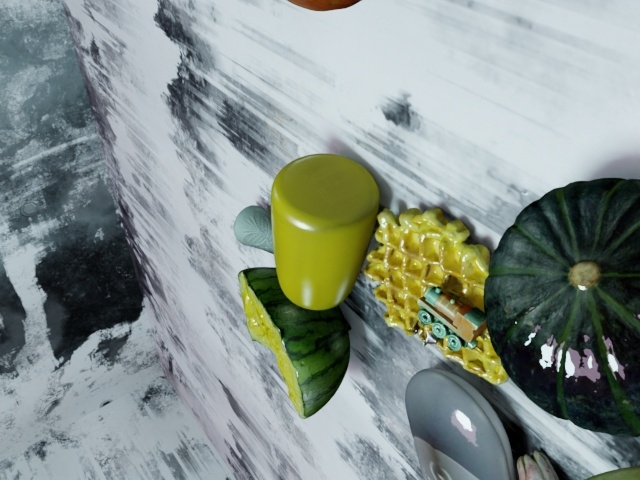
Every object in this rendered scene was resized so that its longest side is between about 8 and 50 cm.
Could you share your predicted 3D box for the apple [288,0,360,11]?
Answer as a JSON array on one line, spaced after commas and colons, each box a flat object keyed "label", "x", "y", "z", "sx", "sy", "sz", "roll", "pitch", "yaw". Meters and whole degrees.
[{"label": "apple", "x": 0.004, "y": -0.377, "z": 0.657, "sx": 0.234, "sy": 0.234, "sz": 0.233, "roll": 40, "pitch": 144, "yaw": 38}]

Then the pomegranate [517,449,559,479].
[{"label": "pomegranate", "x": 0.325, "y": 0.404, "z": 0.865, "sx": 0.163, "sy": 0.126, "sz": 0.138, "roll": 54, "pitch": 163, "yaw": 21}]

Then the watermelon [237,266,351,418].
[{"label": "watermelon", "x": -0.040, "y": 0.179, "z": 1.233, "sx": 0.331, "sy": 0.190, "sz": 0.330, "roll": 47, "pitch": 151, "yaw": 38}]

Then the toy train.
[{"label": "toy train", "x": 0.179, "y": 0.105, "z": 0.824, "sx": 0.103, "sy": 0.044, "sz": 0.064, "roll": 40, "pitch": 137, "yaw": 32}]

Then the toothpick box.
[{"label": "toothpick box", "x": 0.000, "y": 0.000, "z": 1.031, "sx": 0.175, "sy": 0.175, "sz": 0.271, "roll": 47, "pitch": 151, "yaw": 29}]

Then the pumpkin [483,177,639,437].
[{"label": "pumpkin", "x": 0.286, "y": 0.061, "z": 0.582, "sx": 0.250, "sy": 0.216, "sz": 0.249, "roll": -2, "pitch": 86, "yaw": 38}]

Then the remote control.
[{"label": "remote control", "x": 0.238, "y": 0.365, "z": 1.003, "sx": 0.221, "sy": 0.104, "sz": 0.331, "roll": 14, "pitch": 123, "yaw": 56}]

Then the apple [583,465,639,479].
[{"label": "apple", "x": 0.358, "y": 0.398, "z": 0.618, "sx": 0.319, "sy": 0.319, "sz": 0.277, "roll": 57, "pitch": 167, "yaw": 13}]

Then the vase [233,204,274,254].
[{"label": "vase", "x": -0.089, "y": -0.003, "z": 1.269, "sx": 0.219, "sy": 0.096, "sz": 0.096, "roll": 25, "pitch": 134, "yaw": 46}]

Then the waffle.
[{"label": "waffle", "x": 0.181, "y": 0.083, "z": 0.909, "sx": 0.309, "sy": 0.065, "sz": 0.283, "roll": 60, "pitch": 149, "yaw": 12}]
